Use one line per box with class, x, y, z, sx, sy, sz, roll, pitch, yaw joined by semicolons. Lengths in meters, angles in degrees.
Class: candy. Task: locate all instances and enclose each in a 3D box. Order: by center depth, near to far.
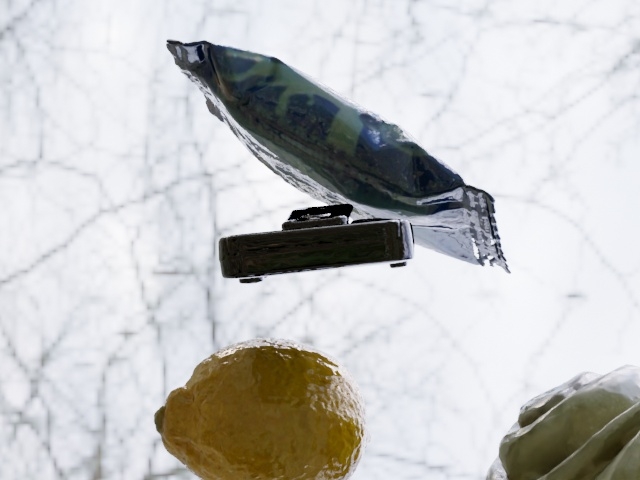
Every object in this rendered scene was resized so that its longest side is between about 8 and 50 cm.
candy;0.018;-0.073;1.551;0.077;0.331;0.187;-56;163;-11

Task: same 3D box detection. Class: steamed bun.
steamed bun;0.254;0.217;1.465;0.394;0.346;0.237;-32;-114;32

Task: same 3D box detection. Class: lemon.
lemon;-0.046;0.151;1.482;0.142;0.187;0.142;-175;-90;-78

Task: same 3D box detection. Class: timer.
timer;0.000;0.000;1.367;0.187;0.144;0.055;-20;103;-87
